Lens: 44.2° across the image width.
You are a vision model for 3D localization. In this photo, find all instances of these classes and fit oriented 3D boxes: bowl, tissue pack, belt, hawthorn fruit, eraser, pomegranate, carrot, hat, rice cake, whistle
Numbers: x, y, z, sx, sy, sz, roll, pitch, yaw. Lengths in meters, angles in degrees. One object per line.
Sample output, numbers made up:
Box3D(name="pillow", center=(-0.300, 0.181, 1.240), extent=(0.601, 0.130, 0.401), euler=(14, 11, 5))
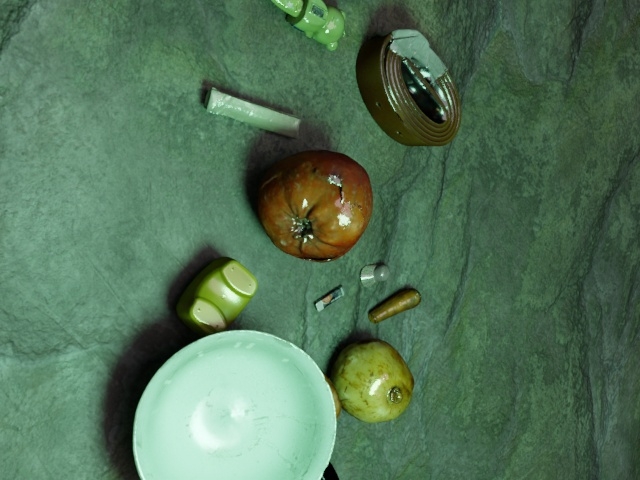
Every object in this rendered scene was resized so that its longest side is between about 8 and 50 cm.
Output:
Box3D(name="bowl", center=(-0.196, 0.397, 1.742), extent=(0.434, 0.196, 0.435), euler=(-1, 92, -13))
Box3D(name="tissue pack", center=(-0.236, 0.127, 1.765), extent=(0.123, 0.127, 0.178), euler=(46, 68, -21))
Box3D(name="belt", center=(0.232, -0.391, 2.045), extent=(0.217, 0.122, 0.339), euler=(-50, 119, -19))
Box3D(name="hawthorn fruit", center=(0.011, -0.096, 1.848), extent=(0.307, 0.276, 0.276), euler=(-38, 117, -54))
Box3D(name="eraser", center=(0.025, 0.147, 2.010), extent=(0.099, 0.019, 0.027), euler=(-30, 111, -28))
Box3D(name="pomegranate", center=(0.138, 0.356, 1.993), extent=(0.215, 0.215, 0.215), euler=(-4, 96, -35))
Box3D(name="carrot", center=(0.200, 0.176, 2.118), extent=(0.161, 0.055, 0.055), euler=(-23, 107, -24))
Box3D(name="hat", center=(0.148, 0.092, 2.076), extent=(0.087, 0.042, 0.058), euler=(-18, 104, -32))
Box3D(name="rice cake", center=(-0.152, -0.292, 1.827), extent=(0.256, 0.052, 0.057), euler=(13, 90, -35))
Box3D(name="whistle", center=(-0.026, -0.535, 1.873), extent=(0.227, 0.085, 0.105), euler=(19, 83, -36))

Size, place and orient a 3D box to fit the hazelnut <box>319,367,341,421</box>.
Box3D(name="hazelnut", center=(-0.040, 0.390, 1.908), extent=(0.182, 0.182, 0.182), euler=(-4, 96, -35))

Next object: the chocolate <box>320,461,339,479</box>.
Box3D(name="chocolate", center=(-0.042, 0.596, 1.955), extent=(0.133, 0.156, 0.156), euler=(-37, 117, 4))
